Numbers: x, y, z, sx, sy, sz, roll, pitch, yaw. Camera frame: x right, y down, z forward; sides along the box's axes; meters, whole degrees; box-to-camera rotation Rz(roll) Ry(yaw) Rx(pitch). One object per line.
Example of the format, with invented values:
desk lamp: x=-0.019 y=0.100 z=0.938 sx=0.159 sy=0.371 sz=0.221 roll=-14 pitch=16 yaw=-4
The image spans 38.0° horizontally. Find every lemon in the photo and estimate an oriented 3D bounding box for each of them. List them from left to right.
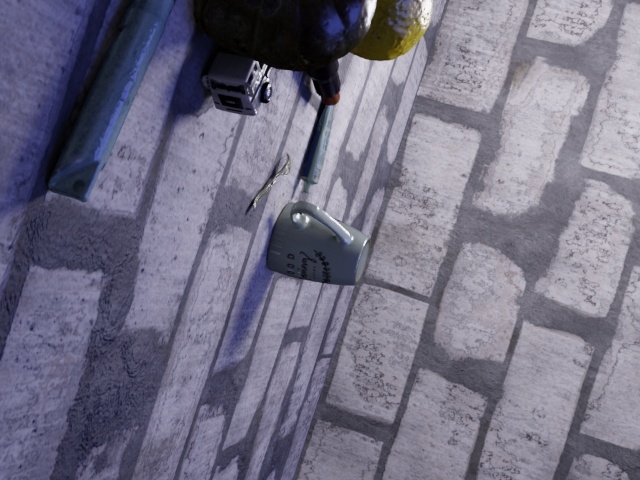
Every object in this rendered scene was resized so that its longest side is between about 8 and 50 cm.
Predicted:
lemon: x=0.129 y=-0.543 z=2.111 sx=0.322 sy=0.268 sz=0.268 roll=-38 pitch=144 yaw=-75

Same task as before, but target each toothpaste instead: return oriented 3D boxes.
toothpaste: x=-0.002 y=-0.253 z=2.440 sx=0.069 sy=0.047 sz=0.269 roll=20 pitch=86 yaw=-59

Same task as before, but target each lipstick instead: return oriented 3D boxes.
lipstick: x=0.005 y=-0.403 z=2.178 sx=0.300 sy=0.081 sz=0.081 roll=72 pitch=37 yaw=-69

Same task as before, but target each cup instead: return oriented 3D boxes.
cup: x=0.000 y=0.000 z=2.378 sx=0.258 sy=0.234 sz=0.186 roll=86 pitch=24 yaw=-55

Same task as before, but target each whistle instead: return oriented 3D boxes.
whistle: x=-0.279 y=-0.200 z=1.252 sx=0.062 sy=0.062 sz=0.312 roll=65 pitch=44 yaw=-73

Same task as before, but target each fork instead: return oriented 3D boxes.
fork: x=-0.110 y=-0.136 z=2.168 sx=0.219 sy=0.028 sz=0.034 roll=-60 pitch=166 yaw=-46

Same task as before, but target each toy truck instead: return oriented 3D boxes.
toy truck: x=-0.119 y=-0.348 z=1.665 sx=0.125 sy=0.101 sz=0.243 roll=76 pitch=31 yaw=-60

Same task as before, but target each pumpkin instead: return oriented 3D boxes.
pumpkin: x=-0.021 y=-0.412 z=1.515 sx=0.325 sy=0.232 sz=0.242 roll=-47 pitch=163 yaw=-22
